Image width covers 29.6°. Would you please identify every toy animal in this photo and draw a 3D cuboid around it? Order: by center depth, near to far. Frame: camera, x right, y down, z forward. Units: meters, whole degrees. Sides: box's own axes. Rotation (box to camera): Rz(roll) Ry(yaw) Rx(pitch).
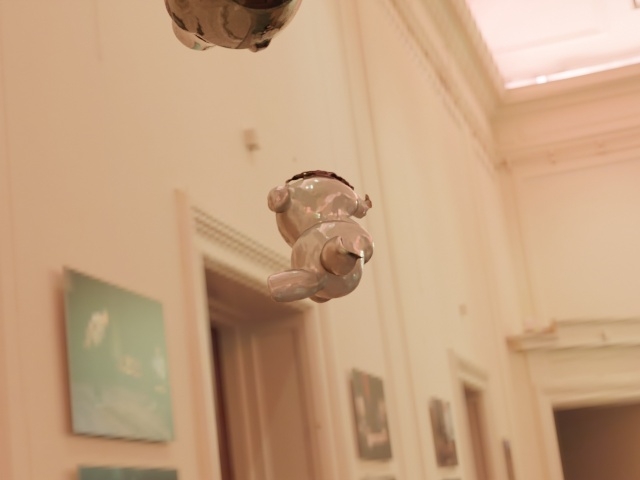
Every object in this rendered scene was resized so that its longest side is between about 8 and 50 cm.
[{"bbox_3d":[0.004,0.003,0.897,0.071,0.124,0.085,-34,-49,17],"label":"toy animal"}]

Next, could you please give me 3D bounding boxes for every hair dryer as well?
[{"bbox_3d":[-0.006,-0.191,0.862,0.267,0.092,0.229,-22,6,-32],"label":"hair dryer"}]
